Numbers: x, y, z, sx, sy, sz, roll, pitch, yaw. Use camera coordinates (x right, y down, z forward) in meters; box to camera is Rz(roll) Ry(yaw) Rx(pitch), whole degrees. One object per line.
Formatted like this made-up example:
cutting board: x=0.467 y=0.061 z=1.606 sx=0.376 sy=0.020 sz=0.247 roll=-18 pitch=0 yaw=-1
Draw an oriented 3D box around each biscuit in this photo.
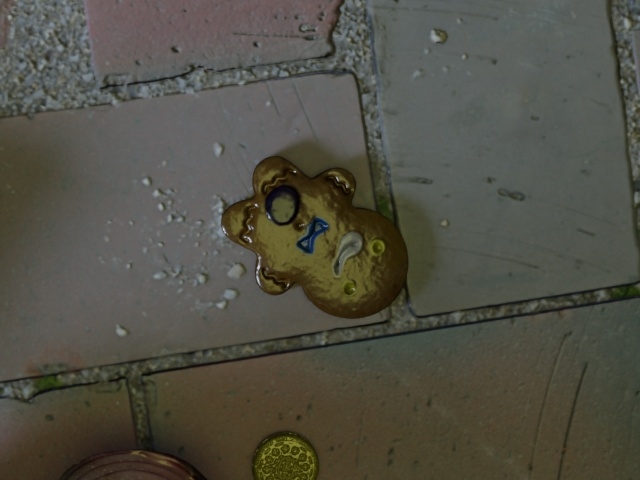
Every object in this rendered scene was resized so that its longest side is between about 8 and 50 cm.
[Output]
biscuit: x=-0.043 y=0.278 z=1.805 sx=0.084 sy=0.023 sz=0.084 roll=0 pitch=92 yaw=-6
biscuit: x=0.000 y=0.000 z=1.794 sx=0.236 sy=0.039 sz=0.180 roll=32 pitch=88 yaw=-8

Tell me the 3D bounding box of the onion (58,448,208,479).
onion: x=-0.216 y=0.392 z=1.691 sx=0.272 sy=0.256 sz=0.230 roll=18 pitch=135 yaw=15
